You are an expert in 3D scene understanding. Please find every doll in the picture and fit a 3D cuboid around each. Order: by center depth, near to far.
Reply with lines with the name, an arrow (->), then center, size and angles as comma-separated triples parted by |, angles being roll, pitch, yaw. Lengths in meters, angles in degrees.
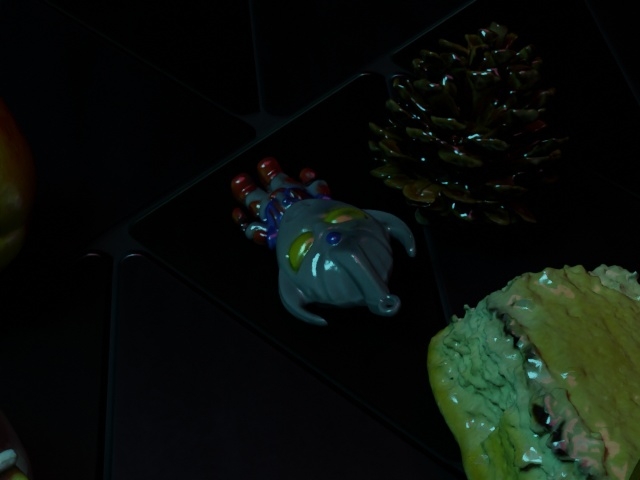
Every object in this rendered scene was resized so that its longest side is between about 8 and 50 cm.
doll -> 0.001, -0.001, 0.817 | 0.104, 0.062, 0.194 | -20, 44, -28

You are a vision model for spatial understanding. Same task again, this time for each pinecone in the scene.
pinecone -> 0.120, -0.089, 0.857 | 0.173, 0.174, 0.174 | 5, 43, -4

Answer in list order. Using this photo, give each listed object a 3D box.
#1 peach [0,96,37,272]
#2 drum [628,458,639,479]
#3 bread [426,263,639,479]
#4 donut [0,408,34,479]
peach -> -0.294, -0.045, 0.728 | 0.190, 0.190, 0.192 | -20, 49, -27
drum -> 0.356, 0.196, 0.475 | 0.431, 0.214, 0.431 | 12, 54, -17
bread -> 0.176, 0.123, 0.669 | 0.174, 0.121, 0.246 | -1, 46, -29
donut -> -0.321, 0.146, 0.492 | 0.382, 0.143, 0.383 | 9, 20, -3
